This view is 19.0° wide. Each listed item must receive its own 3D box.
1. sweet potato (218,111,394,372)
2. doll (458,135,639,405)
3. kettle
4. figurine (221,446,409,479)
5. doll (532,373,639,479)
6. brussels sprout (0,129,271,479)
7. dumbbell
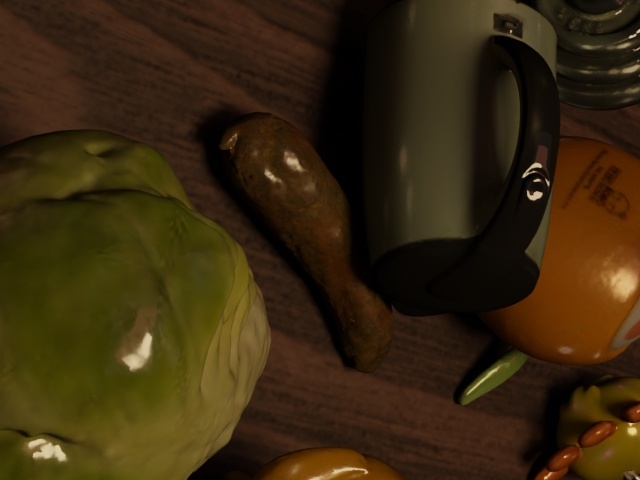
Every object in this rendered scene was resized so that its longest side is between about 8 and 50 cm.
[{"bbox_3d":[0.000,0.000,1.543,0.075,0.075,0.273,-56,132,-30],"label":"sweet potato"},{"bbox_3d":[0.212,0.028,1.701,0.213,0.213,0.236,-37,158,-40],"label":"doll"},{"bbox_3d":[0.122,-0.073,1.528,0.161,0.221,0.236,16,63,-23],"label":"kettle"},{"bbox_3d":[-0.030,0.260,1.415,0.228,0.215,0.215,-53,126,-30],"label":"figurine"},{"bbox_3d":[0.293,0.191,1.817,0.221,0.143,0.135,1,57,-52],"label":"doll"},{"bbox_3d":[-0.157,0.066,1.247,0.316,0.242,0.273,-45,128,-41],"label":"brussels sprout"},{"bbox_3d":[0.229,-0.251,1.619,0.406,0.179,0.179,57,47,-65],"label":"dumbbell"}]
